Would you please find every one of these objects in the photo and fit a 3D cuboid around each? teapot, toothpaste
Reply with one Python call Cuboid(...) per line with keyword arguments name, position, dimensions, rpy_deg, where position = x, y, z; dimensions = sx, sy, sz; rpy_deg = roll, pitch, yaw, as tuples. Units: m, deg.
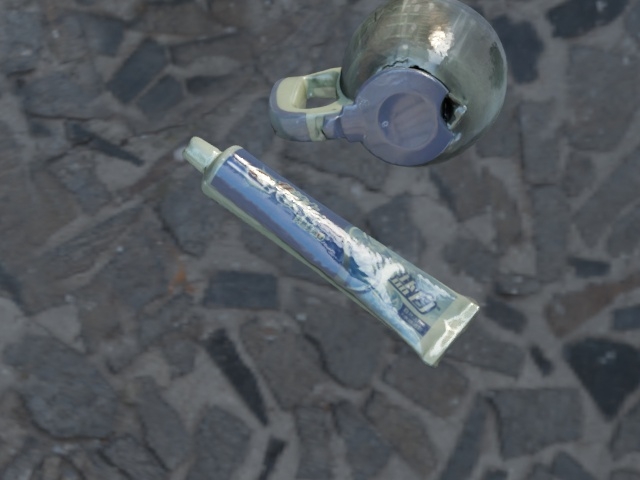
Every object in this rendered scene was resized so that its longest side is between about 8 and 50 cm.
Cuboid(name="teapot", position=(0.045, -0.103, 0.919), dimensions=(0.149, 0.108, 0.111), rpy_deg=(22, 118, 3))
Cuboid(name="toothpaste", position=(0.000, 0.000, 1.110), dimensions=(0.047, 0.268, 0.069), rpy_deg=(-59, 168, 22))
